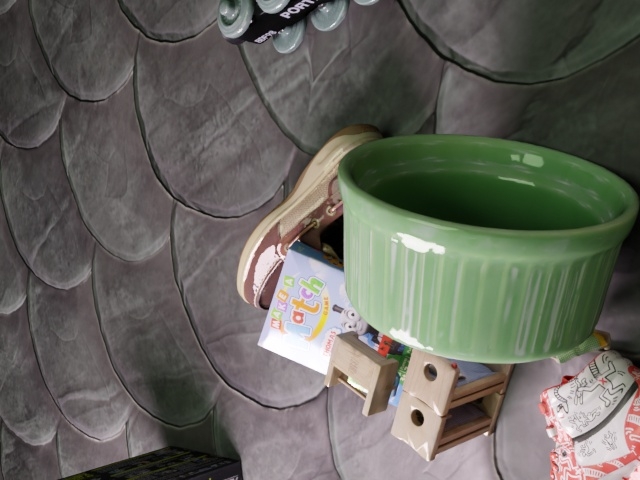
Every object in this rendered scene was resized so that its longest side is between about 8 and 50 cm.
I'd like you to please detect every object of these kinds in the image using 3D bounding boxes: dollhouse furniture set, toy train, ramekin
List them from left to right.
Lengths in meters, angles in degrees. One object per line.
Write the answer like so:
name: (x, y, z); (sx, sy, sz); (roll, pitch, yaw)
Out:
toy train: (-0.027, -0.384, 1.186); (0.334, 0.142, 0.190); (-17, 71, 48)
dollhouse furniture set: (0.123, 0.157, 1.104); (0.183, 0.129, 0.129); (31, 117, 39)
ramekin: (0.164, 0.001, 0.926); (0.303, 0.303, 0.148); (26, 121, 41)
dollhouse furniture set: (0.249, 0.088, 0.986); (0.151, 0.076, 0.059); (-169, 70, -66)

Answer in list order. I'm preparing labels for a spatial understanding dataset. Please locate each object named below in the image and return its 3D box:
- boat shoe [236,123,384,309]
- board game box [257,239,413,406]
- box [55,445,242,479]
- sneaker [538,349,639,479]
boat shoe: (0.000, 0.000, 1.221); (0.342, 0.123, 0.123); (-51, 59, 31)
board game box: (0.036, 0.112, 1.182); (0.211, 0.039, 0.160); (23, 116, 9)
box: (-0.300, 0.419, 1.483); (0.216, 0.270, 0.060); (-5, 91, 46)
sneaker: (0.288, 0.247, 0.978); (0.145, 0.090, 0.270); (48, 124, 32)
